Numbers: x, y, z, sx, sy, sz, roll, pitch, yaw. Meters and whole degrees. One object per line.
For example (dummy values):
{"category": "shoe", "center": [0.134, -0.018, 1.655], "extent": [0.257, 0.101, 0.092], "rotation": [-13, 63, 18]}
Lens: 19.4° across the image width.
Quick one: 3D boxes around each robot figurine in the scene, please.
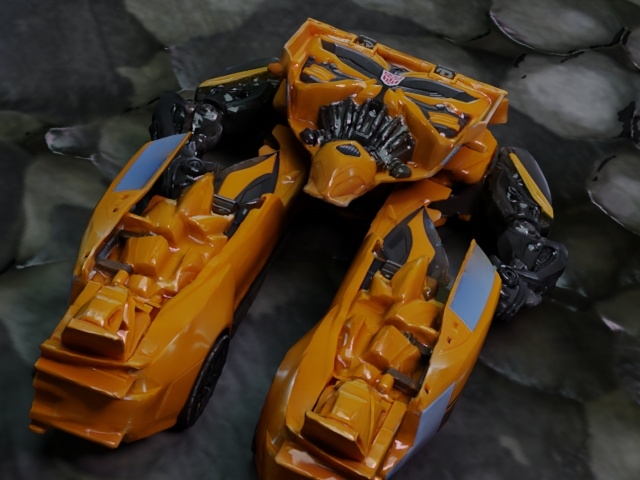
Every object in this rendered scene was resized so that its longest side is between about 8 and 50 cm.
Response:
{"category": "robot figurine", "center": [0.000, 0.000, 0.832], "extent": [0.211, 0.085, 0.291], "rotation": [21, 41, 7]}
